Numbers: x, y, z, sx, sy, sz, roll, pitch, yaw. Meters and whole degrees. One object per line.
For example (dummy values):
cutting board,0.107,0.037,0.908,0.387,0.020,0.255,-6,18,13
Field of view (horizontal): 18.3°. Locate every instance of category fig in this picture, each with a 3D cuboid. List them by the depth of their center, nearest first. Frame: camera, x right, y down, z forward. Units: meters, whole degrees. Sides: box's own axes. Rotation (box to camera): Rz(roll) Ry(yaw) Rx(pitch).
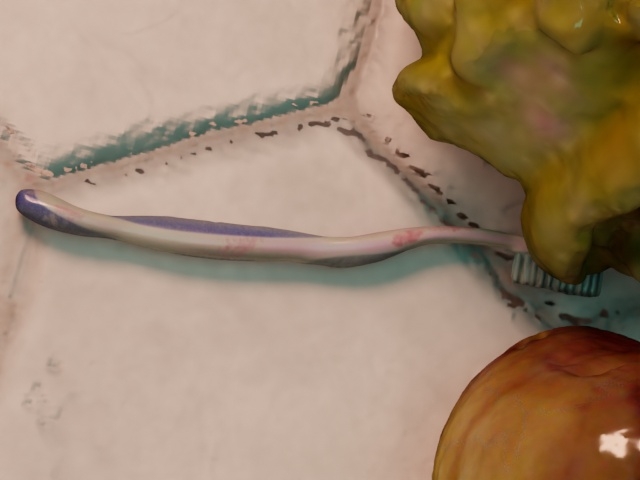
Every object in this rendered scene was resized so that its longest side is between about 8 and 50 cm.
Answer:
fig,0.091,0.134,0.815,0.231,0.160,0.143,-41,116,-6

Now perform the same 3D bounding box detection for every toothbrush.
toothbrush,0.000,0.000,0.877,0.269,0.021,0.027,6,75,-11

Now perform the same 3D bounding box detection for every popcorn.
popcorn,0.154,-0.100,0.831,0.259,0.212,0.259,4,67,-11
